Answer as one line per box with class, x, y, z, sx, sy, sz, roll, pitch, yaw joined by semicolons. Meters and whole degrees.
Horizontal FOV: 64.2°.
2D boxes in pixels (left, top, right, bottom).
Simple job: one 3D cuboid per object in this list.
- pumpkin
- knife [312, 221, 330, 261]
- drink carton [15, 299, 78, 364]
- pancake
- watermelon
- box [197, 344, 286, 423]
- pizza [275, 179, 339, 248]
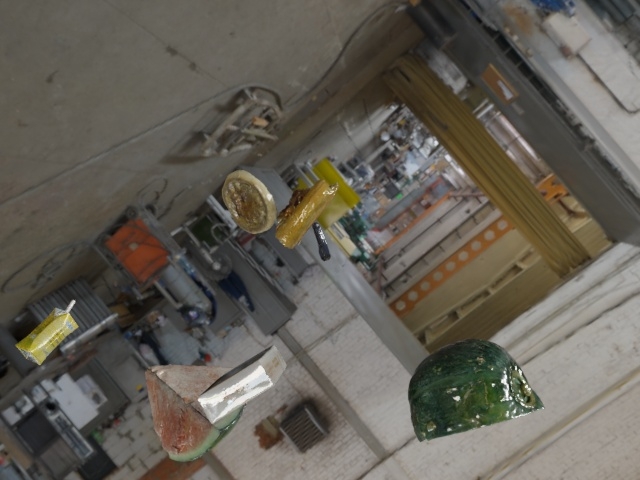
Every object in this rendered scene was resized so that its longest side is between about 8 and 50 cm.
pumpkin;0.339;0.340;1.196;0.293;0.196;0.263;8;146;-43
knife;0.000;0.000;1.325;0.018;0.121;0.031;-29;-159;-32
drink carton;-0.756;0.252;1.458;0.200;0.075;0.084;-55;146;-38
pancake;-0.155;-0.078;1.086;0.025;0.151;0.151;-41;180;-40
watermelon;-0.364;0.483;1.527;0.283;0.292;0.250;-38;161;19
box;-0.163;0.305;1.116;0.150;0.067;0.233;-29;176;0
pizza;-0.034;-0.065;1.016;0.154;0.069;0.194;-55;-174;3
